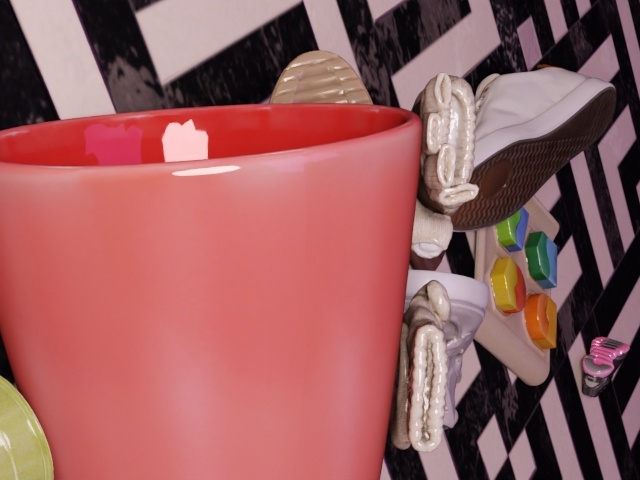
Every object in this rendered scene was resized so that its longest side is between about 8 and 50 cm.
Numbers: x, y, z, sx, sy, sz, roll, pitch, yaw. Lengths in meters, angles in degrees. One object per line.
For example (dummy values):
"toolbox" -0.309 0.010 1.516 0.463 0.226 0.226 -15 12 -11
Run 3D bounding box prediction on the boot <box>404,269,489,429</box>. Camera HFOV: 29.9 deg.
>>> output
"boot" 0.095 0.105 1.031 0.258 0.095 0.123 54 41 -72

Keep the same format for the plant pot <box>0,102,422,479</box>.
"plant pot" -0.069 0.051 0.717 0.275 0.275 0.243 -21 112 -56

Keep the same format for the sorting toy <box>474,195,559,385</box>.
"sorting toy" 0.226 0.037 1.350 0.193 0.038 0.208 40 53 -47

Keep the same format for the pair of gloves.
"pair of gloves" 0.072 0.015 0.779 0.204 0.042 0.240 105 -12 -81

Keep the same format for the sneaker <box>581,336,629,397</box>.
"sneaker" 0.363 0.165 1.544 0.119 0.047 0.057 -29 129 -54

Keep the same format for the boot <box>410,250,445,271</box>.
"boot" 0.082 0.007 1.140 0.114 0.037 0.106 60 41 -39

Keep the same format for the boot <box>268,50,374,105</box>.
"boot" 0.000 0.000 0.935 0.207 0.090 0.248 101 -16 -75

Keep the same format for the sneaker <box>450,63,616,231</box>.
"sneaker" 0.186 -0.105 1.284 0.290 0.123 0.106 -32 139 -35

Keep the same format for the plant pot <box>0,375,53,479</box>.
"plant pot" -0.202 0.124 0.651 0.079 0.083 0.083 -27 108 -42
